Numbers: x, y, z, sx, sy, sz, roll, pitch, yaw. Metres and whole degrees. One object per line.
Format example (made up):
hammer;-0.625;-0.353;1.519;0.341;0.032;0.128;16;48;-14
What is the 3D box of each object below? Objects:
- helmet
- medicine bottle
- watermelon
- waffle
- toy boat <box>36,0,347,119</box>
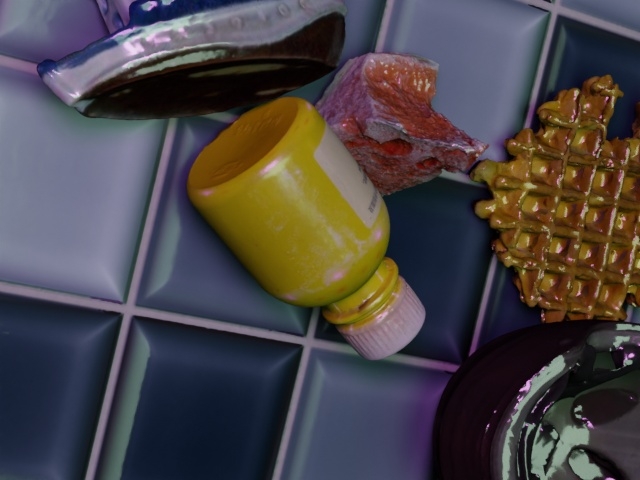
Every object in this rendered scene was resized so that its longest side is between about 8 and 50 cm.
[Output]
helmet;0.226;0.181;1.327;0.305;0.177;0.225;10;85;-35
medicine bottle;0.000;0.000;1.207;0.122;0.122;0.212;-45;116;-15
watermelon;0.048;-0.078;1.222;0.098;0.158;0.121;22;115;-30
waffle;0.251;-0.030;1.377;0.228;0.051;0.232;-36;114;-19
toy boat;-0.093;-0.165;1.145;0.262;0.114;0.115;-10;71;-25
